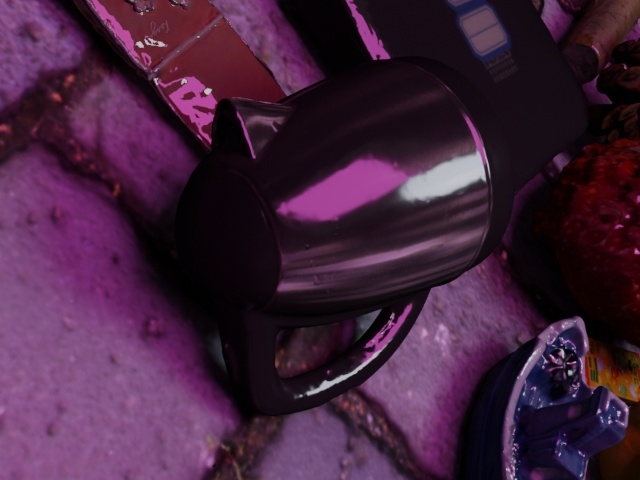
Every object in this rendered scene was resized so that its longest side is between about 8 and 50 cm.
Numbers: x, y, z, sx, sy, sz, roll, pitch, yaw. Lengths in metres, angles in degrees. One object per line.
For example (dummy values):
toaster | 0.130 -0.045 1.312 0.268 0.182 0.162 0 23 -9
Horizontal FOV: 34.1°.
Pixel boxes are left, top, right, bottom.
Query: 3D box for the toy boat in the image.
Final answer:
toy boat | 0.215 0.196 0.981 0.129 0.142 0.309 41 47 -23

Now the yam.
yam | 0.417 -0.326 1.455 0.083 0.083 0.371 53 44 -9

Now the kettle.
kettle | -0.007 -0.016 0.871 0.271 0.250 0.207 -20 56 -40

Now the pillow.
pillow | -0.121 -0.172 0.919 0.232 0.043 0.126 49 49 -16

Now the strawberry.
strawberry | 0.378 0.000 1.149 0.274 0.220 0.274 32 45 -37

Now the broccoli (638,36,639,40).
broccoli | 0.587 -0.204 1.441 0.245 0.248 0.288 -39 104 -50

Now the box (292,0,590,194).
box | 0.144 -0.214 1.148 0.359 0.091 0.350 -37 98 -45

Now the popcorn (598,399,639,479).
popcorn | 0.438 0.315 1.058 0.298 0.280 0.315 8 45 -6

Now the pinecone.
pinecone | 0.424 -0.173 1.289 0.208 0.208 0.207 19 59 -35

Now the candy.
candy | 0.309 0.147 1.162 0.122 0.038 0.062 18 59 -35
